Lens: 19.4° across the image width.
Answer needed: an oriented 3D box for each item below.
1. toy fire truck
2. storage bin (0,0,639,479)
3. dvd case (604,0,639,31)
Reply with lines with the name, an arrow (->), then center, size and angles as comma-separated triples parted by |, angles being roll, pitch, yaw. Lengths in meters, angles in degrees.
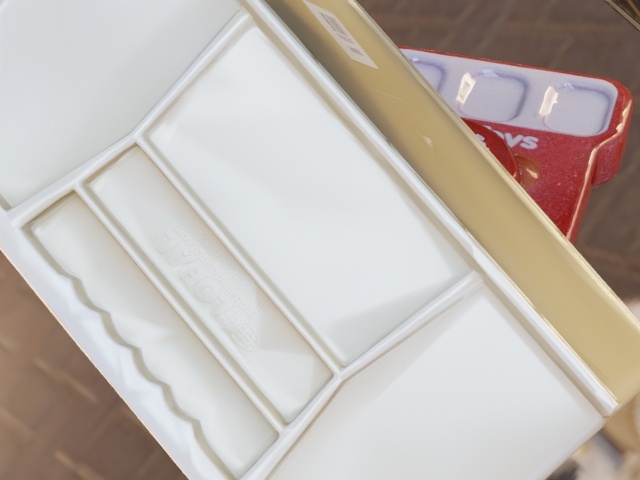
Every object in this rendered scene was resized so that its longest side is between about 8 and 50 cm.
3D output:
toy fire truck -> 0.022, -0.036, 1.140 | 0.302, 0.169, 0.254 | 10, 40, 15
storage bin -> 0.000, 0.000, 0.719 | 0.123, 0.260, 0.262 | -43, -10, 11
dvd case -> 0.034, -0.143, 0.550 | 0.018, 0.221, 0.164 | -44, 48, 5
